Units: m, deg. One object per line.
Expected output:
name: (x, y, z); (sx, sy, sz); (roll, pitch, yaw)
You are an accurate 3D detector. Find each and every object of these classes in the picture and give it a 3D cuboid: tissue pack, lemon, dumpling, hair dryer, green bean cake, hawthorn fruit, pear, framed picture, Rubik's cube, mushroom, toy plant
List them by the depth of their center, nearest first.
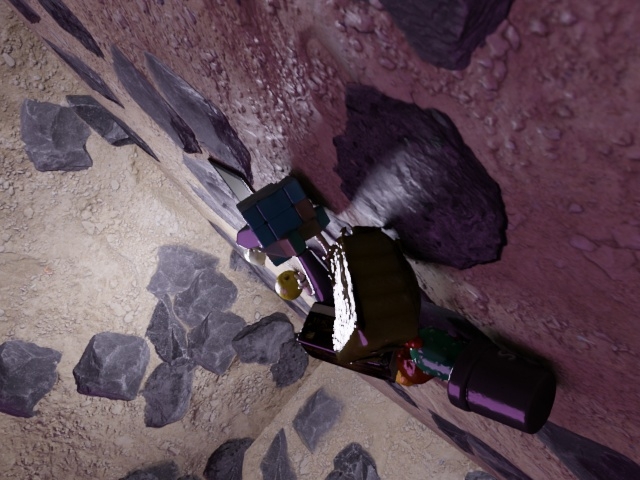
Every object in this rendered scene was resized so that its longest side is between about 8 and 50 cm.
green bean cake: (0.128, 0.139, 1.205); (0.285, 0.201, 0.310); (124, 139, -66)
toy plant: (0.372, 0.323, 1.216); (0.400, 0.279, 0.186); (17, 110, 47)
Rubik's cube: (-0.116, -0.043, 1.361); (0.213, 0.265, 0.224); (60, 175, -18)
mushroom: (0.000, 0.000, 1.566); (0.187, 0.061, 0.060); (52, 169, -15)
hawthorn fruit: (0.309, 0.336, 1.585); (0.165, 0.165, 0.286); (17, 130, 60)
tissue pack: (0.120, 0.368, 1.791); (0.369, 0.198, 0.210); (12, 156, 22)
hair dryer: (0.070, 0.162, 1.812); (0.361, 0.121, 0.301); (-2, 125, 58)
framed picture: (-0.305, -0.180, 1.954); (0.265, 0.016, 0.347); (30, 160, 42)
lemon: (0.364, 0.570, 2.092); (0.114, 0.114, 0.155); (52, 167, -32)
pear: (-0.158, 0.230, 2.459); (0.148, 0.149, 0.162); (35, 157, 29)
dumpling: (-0.344, 0.044, 2.537); (0.229, 0.124, 0.152); (72, -175, -52)

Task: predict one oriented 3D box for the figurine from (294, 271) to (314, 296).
figurine: (-0.078, 0.200, 2.288); (0.146, 0.081, 0.098); (48, 165, -18)
